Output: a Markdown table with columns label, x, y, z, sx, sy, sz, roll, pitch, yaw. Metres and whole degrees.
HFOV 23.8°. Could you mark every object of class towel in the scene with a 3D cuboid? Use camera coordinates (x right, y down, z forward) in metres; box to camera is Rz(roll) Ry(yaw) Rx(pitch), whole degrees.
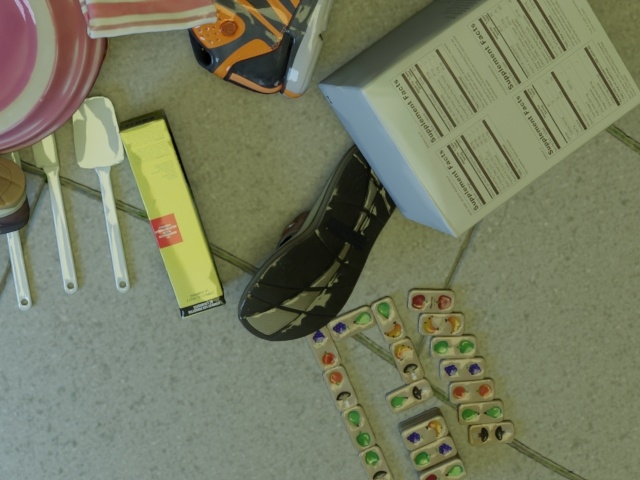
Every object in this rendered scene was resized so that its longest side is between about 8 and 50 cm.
| label | x | y | z | sx | sy | sz | roll | pitch | yaw |
| --- | --- | --- | --- | --- | --- | --- | --- | --- | --- |
| towel | -0.199 | -0.316 | 1.625 | 0.144 | 0.029 | 0.197 | -11 | 81 | -18 |

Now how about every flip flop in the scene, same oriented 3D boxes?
| label | x | y | z | sx | sy | sz | roll | pitch | yaw |
| --- | --- | --- | --- | --- | --- | --- | --- | --- | --- |
| flip flop | 0.000 | 0.000 | 1.807 | 0.112 | 0.080 | 0.277 | 35 | 81 | -23 |

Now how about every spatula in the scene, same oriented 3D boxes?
| label | x | y | z | sx | sy | sz | roll | pitch | yaw |
| --- | --- | --- | --- | --- | --- | --- | --- | --- | --- |
| spatula | -0.307 | -0.042 | 1.790 | 0.168 | 0.019 | 0.242 | -9 | 103 | -5 |

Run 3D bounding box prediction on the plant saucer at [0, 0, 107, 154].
| label | x | y | z | sx | sy | sz | roll | pitch | yaw |
| --- | --- | --- | --- | --- | --- | --- | --- | --- | --- |
| plant saucer | -0.403 | -0.237 | 1.659 | 0.332 | 0.084 | 0.332 | 2 | 116 | 3 |

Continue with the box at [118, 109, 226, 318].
| label | x | y | z | sx | sy | sz | roll | pitch | yaw |
| --- | --- | --- | --- | --- | --- | --- | --- | --- | --- |
| box | -0.172 | -0.032 | 1.773 | 0.058 | 0.087 | 0.232 | -17 | 105 | -2 |

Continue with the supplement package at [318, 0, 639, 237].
| label | x | y | z | sx | sy | sz | roll | pitch | yaw |
| --- | --- | --- | --- | --- | --- | --- | --- | --- | --- |
| supplement package | 0.175 | -0.167 | 1.703 | 0.262 | 0.199 | 0.198 | -36 | 104 | -7 |

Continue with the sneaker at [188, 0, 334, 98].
| label | x | y | z | sx | sy | sz | roll | pitch | yaw |
| --- | --- | --- | --- | --- | --- | --- | --- | --- | --- |
| sneaker | -0.063 | -0.327 | 1.697 | 0.180 | 0.124 | 0.321 | 14 | 101 | -10 |

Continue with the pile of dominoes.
| label | x | y | z | sx | sy | sz | roll | pitch | yaw |
| --- | --- | --- | --- | --- | --- | --- | --- | --- | --- |
| pile of dominoes | 0.117 | 0.187 | 1.878 | 0.196 | 0.040 | 0.251 | -24 | 105 | 0 |

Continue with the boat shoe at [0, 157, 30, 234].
| label | x | y | z | sx | sy | sz | roll | pitch | yaw |
| --- | --- | --- | --- | --- | --- | --- | --- | --- | --- |
| boat shoe | -0.472 | -0.039 | 1.734 | 0.285 | 0.103 | 0.092 | -2 | 140 | 2 |

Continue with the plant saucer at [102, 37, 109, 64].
| label | x | y | z | sx | sy | sz | roll | pitch | yaw |
| --- | --- | --- | --- | --- | --- | --- | --- | --- | --- |
| plant saucer | -0.286 | -0.228 | 1.752 | 0.083 | 0.013 | 0.083 | -1 | 104 | -6 |
